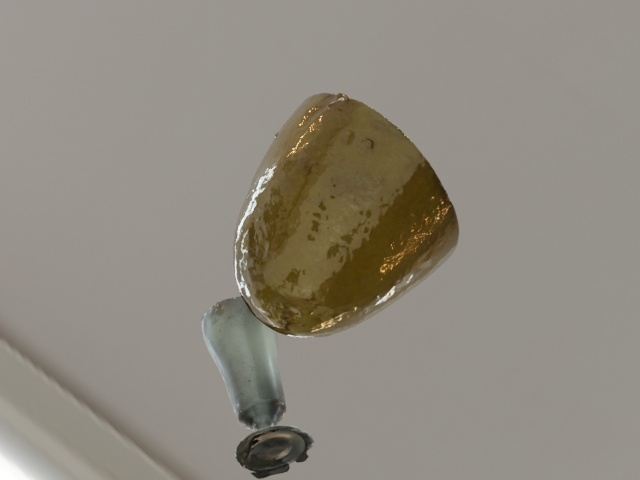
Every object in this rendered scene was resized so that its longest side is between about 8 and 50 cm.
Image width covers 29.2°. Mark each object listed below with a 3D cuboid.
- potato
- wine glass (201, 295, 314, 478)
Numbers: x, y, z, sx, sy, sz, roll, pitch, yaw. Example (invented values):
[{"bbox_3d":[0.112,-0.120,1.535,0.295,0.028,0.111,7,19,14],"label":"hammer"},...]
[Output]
[{"bbox_3d":[0.000,0.000,0.979,0.178,0.203,0.158,47,-113,-10],"label":"potato"},{"bbox_3d":[-0.058,0.127,1.084,0.072,0.155,0.072,-11,-42,-10],"label":"wine glass"}]
